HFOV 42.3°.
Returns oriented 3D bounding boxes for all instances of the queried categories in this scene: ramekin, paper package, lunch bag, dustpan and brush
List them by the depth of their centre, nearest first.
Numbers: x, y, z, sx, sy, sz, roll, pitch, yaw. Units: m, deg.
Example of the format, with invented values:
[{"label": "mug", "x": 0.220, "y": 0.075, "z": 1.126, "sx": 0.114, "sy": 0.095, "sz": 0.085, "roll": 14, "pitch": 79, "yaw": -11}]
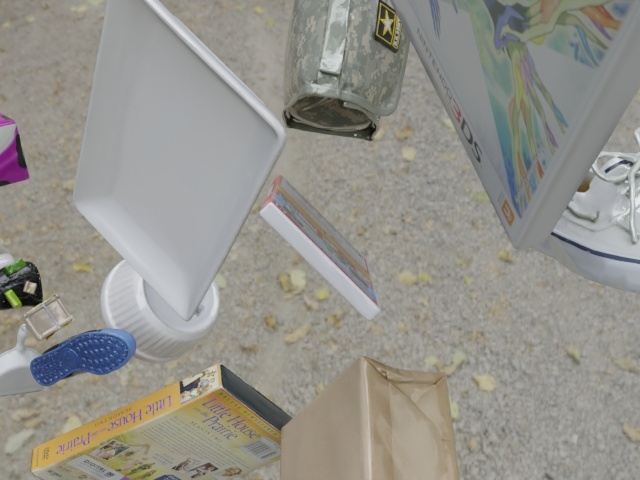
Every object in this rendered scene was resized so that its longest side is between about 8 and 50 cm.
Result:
[{"label": "lunch bag", "x": 0.036, "y": -0.276, "z": 1.118, "sx": 0.169, "sy": 0.287, "sz": 0.235, "roll": 9, "pitch": 88, "yaw": 0}, {"label": "paper package", "x": 0.067, "y": 0.395, "z": 1.350, "sx": 0.168, "sy": 0.325, "sz": 0.309, "roll": 14, "pitch": 51, "yaw": -22}, {"label": "ramekin", "x": -0.278, "y": 0.107, "z": 1.487, "sx": 0.109, "sy": 0.207, "sz": 0.207, "roll": -30, "pitch": 32, "yaw": 40}, {"label": "dustpan and brush", "x": -0.696, "y": 0.275, "z": 1.908, "sx": 0.147, "sy": 0.211, "sz": 0.060, "roll": -2, "pitch": 50, "yaw": -34}]

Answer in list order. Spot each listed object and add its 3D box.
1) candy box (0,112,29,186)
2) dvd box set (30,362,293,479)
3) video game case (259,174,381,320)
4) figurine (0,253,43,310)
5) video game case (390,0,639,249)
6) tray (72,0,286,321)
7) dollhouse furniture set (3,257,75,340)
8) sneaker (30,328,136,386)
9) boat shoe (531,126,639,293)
[{"label": "candy box", "x": -0.447, "y": -0.106, "z": 0.921, "sx": 0.159, "sy": 0.071, "sz": 0.233, "roll": -21, "pitch": 29, "yaw": -33}, {"label": "dvd box set", "x": -0.283, "y": 0.396, "z": 1.576, "sx": 0.420, "sy": 0.307, "sz": 0.062, "roll": -26, "pitch": 48, "yaw": 15}, {"label": "video game case", "x": 0.000, "y": 0.000, "z": 1.188, "sx": 0.025, "sy": 0.204, "sz": 0.285, "roll": -44, "pitch": 9, "yaw": 8}, {"label": "figurine", "x": -0.687, "y": 0.093, "z": 1.625, "sx": 0.209, "sy": 0.092, "sz": 0.215, "roll": -12, "pitch": 14, "yaw": -37}, {"label": "video game case", "x": 0.126, "y": -0.188, "z": 0.602, "sx": 0.036, "sy": 0.329, "sz": 0.300, "roll": -18, "pitch": 67, "yaw": -9}, {"label": "tray", "x": -0.105, "y": -0.051, "z": 0.580, "sx": 0.145, "sy": 0.270, "sz": 0.030, "roll": 44, "pitch": 55, "yaw": 6}, {"label": "dollhouse furniture set", "x": -0.521, "y": 0.107, "z": 1.502, "sx": 0.076, "sy": 0.151, "sz": 0.058, "roll": -36, "pitch": 7, "yaw": -23}, {"label": "sneaker", "x": -0.397, "y": 0.190, "z": 1.433, "sx": 0.232, "sy": 0.081, "sz": 0.090, "roll": -16, "pitch": 10, "yaw": 28}, {"label": "boat shoe", "x": 0.329, "y": -0.042, "z": 0.875, "sx": 0.136, "sy": 0.156, "sz": 0.367, "roll": 1, "pitch": 11, "yaw": -10}]
